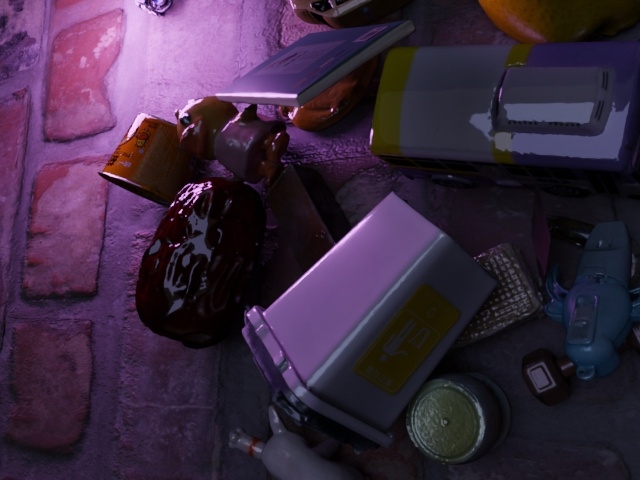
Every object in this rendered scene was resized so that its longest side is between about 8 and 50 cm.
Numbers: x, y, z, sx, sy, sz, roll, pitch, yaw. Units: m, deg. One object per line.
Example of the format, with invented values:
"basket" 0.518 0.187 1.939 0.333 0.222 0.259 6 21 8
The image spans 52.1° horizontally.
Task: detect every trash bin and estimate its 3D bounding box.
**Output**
"trash bin" 0.074 0.116 1.078 0.367 0.256 0.296 -49 35 5

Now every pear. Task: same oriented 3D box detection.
"pear" 0.411 -0.535 1.129 0.341 0.191 0.386 -24 70 25

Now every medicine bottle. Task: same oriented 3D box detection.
"medicine bottle" 0.234 0.296 1.101 0.147 0.143 0.147 -6 79 33

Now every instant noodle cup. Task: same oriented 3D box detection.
"instant noodle cup" -0.384 -0.184 1.531 0.216 0.216 0.172 18 82 32

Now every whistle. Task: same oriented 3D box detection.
"whistle" 0.421 0.087 0.990 0.186 0.093 0.273 -7 50 44

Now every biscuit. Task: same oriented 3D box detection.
"biscuit" 0.189 0.158 1.193 0.426 0.078 0.143 -31 67 23
"biscuit" 0.012 -0.351 1.416 0.260 0.041 0.202 -28 67 25

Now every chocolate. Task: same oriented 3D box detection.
"chocolate" 0.000 0.000 1.322 0.112 0.112 0.321 -42 63 26

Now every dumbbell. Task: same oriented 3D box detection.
"dumbbell" 0.437 0.180 1.040 0.231 0.082 0.092 -34 67 21

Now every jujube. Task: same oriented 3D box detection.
"jujube" -0.251 0.048 1.376 0.259 0.258 0.376 16 94 32

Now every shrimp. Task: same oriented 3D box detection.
"shrimp" 0.430 0.040 1.103 0.195 0.035 0.147 23 95 30

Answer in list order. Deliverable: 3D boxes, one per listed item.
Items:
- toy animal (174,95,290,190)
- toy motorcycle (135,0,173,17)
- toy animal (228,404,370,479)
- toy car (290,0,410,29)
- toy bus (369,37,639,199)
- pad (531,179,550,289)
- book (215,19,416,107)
"toy animal" -0.197 -0.228 1.421 0.281 0.169 0.195 19 126 9
"toy motorcycle" -0.426 -0.696 1.710 0.150 0.102 0.221 16 89 20
"toy animal" -0.039 0.426 1.251 0.282 0.138 0.140 34 91 38
"toy car" 0.063 -0.514 1.383 0.257 0.101 0.124 -20 75 25
"toy bus" 0.324 -0.201 1.081 0.440 0.249 0.209 10 86 32
"pad" 0.352 -0.006 1.056 0.006 0.187 0.113 -7 61 11
"book" -0.028 -0.333 1.238 0.264 0.031 0.379 -37 27 -17
